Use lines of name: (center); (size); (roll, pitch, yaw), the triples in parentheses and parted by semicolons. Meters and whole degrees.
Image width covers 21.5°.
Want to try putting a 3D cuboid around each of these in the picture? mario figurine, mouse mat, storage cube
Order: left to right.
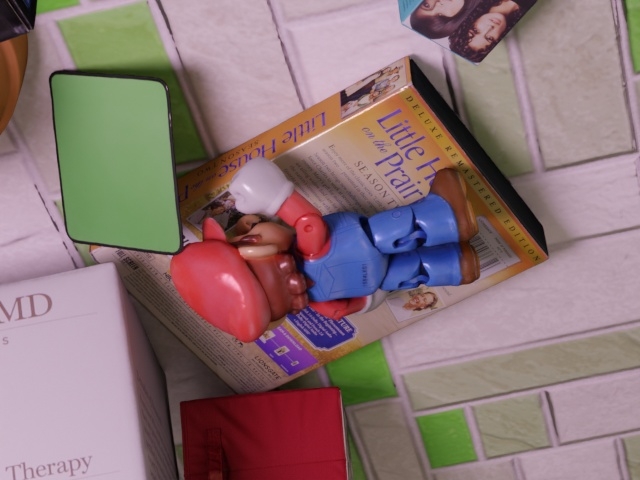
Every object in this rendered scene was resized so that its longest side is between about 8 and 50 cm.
mouse mat: (-0.211, -0.080, 1.739); (0.153, 0.007, 0.189); (7, 110, 29)
storage cube: (-0.058, 0.292, 2.034); (0.193, 0.183, 0.215); (-6, 160, 1)
mario figurine: (-0.002, -0.004, 1.787); (0.321, 0.170, 0.198); (-11, 97, -6)

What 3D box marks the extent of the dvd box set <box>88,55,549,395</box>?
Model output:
dvd box set: (0.000, 0.000, 1.886); (0.420, 0.062, 0.307); (-27, 129, 21)

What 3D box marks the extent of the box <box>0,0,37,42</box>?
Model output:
box: (-0.363, -0.257, 1.439); (0.257, 0.322, 0.079); (-17, 133, 12)

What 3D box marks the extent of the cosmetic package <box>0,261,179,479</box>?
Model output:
cosmetic package: (-0.328, 0.290, 1.845); (0.329, 0.393, 0.327); (-11, 153, -1)

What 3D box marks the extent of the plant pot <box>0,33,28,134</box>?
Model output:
plant pot: (-0.436, -0.135, 1.632); (0.291, 0.203, 0.291); (-2, 134, -2)

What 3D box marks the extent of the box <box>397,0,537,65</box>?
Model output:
box: (0.185, -0.287, 1.627); (0.100, 0.060, 0.244); (25, 127, -25)
